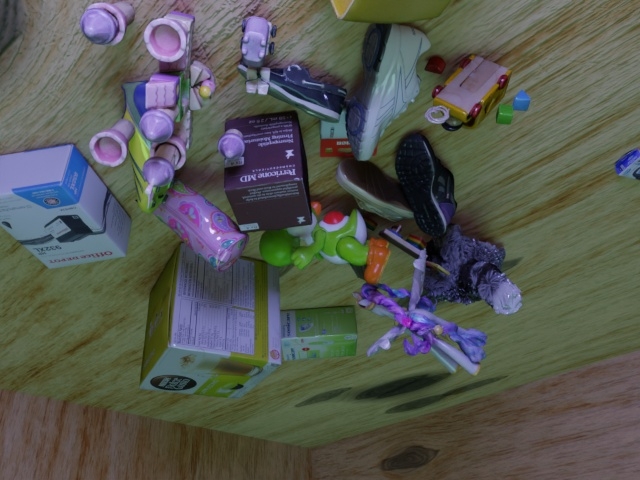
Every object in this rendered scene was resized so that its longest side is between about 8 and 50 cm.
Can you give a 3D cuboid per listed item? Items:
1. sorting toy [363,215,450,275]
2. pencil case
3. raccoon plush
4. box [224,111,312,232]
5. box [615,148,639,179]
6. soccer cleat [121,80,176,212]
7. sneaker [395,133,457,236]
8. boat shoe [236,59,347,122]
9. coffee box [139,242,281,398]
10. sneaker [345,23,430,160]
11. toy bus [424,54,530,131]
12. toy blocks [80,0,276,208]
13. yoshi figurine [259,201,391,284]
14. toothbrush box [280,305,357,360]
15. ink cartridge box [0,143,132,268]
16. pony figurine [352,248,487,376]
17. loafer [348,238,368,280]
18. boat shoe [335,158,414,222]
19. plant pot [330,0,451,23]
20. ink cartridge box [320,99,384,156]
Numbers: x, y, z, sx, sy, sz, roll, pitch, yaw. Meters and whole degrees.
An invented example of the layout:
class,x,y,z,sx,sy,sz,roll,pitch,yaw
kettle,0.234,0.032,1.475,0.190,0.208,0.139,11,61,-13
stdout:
class,x,y,z,sx,sy,sz,roll,pitch,yaw
sorting toy,0.240,0.003,1.473,0.274,0.046,0.132,33,178,1
pencil case,-0.303,-0.050,1.270,0.284,0.124,0.124,39,142,10
raccoon plush,0.485,0.133,1.543,0.299,0.446,0.216,16,114,-26
box,-0.115,-0.151,1.201,0.168,0.203,0.167,-8,146,2
box,0.847,-0.196,1.410,0.136,0.028,0.081,6,145,-19
soccer cleat,-0.375,-0.198,1.145,0.121,0.093,0.289,16,120,6
sneaker,0.275,-0.158,1.352,0.107,0.124,0.283,13,137,40
boat shoe,-0.056,-0.318,1.092,0.233,0.079,0.084,20,-178,-17
coffee box,-0.341,0.261,1.656,0.334,0.338,0.338,15,141,-26
sneaker,0.134,-0.287,1.083,0.129,0.111,0.297,-1,133,-21
toy bus,0.293,-0.275,1.078,0.202,0.191,0.104,-6,146,1
toy blocks,-0.245,-0.238,0.917,0.308,0.260,0.289,7,120,-7
yoshi figurine,-0.009,0.024,1.423,0.362,0.203,0.204,22,144,2
toothbrush box,-0.007,0.353,2.029,0.283,0.122,0.206,-2,146,-1
ink cartridge box,-0.639,-0.071,1.316,0.223,0.129,0.307,-9,146,5
pony figurine,0.256,0.218,1.422,0.363,0.303,0.351,32,168,4
loafer,0.102,0.029,1.611,0.087,0.094,0.251,7,143,27
boat shoe,0.137,-0.113,1.376,0.302,0.109,0.098,19,142,-42
plant pot,0.128,-0.456,0.799,0.187,0.212,0.212,2,148,-33
ink cartridge box,0.070,-0.242,1.231,0.145,0.045,0.179,-2,143,-3
